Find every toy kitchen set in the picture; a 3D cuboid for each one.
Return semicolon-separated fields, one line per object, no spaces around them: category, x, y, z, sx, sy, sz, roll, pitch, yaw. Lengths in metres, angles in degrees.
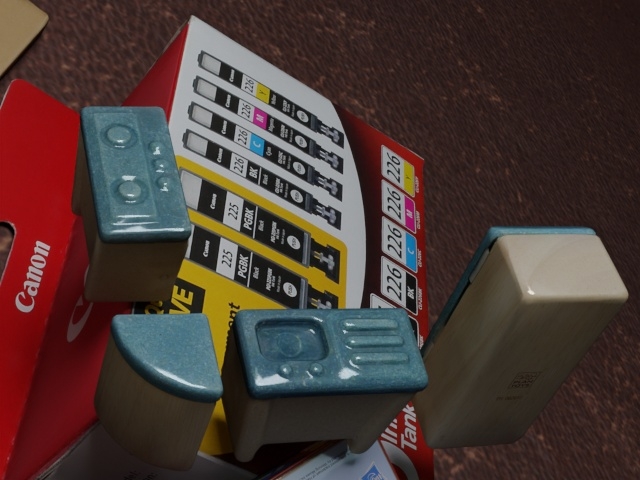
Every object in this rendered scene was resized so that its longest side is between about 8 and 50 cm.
toy kitchen set;0.000;0.000;0.513;0.207;0.122;0.166;0;50;-22

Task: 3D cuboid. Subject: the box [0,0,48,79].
box;-0.278;-0.141;0.690;0.164;0.021;0.201;38;37;-15

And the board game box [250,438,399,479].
board game box;-0.059;0.208;0.478;0.281;0.027;0.145;-27;90;-28

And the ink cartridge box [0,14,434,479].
ink cartridge box;-0.074;0.027;0.660;0.271;0.130;0.309;28;41;-25
